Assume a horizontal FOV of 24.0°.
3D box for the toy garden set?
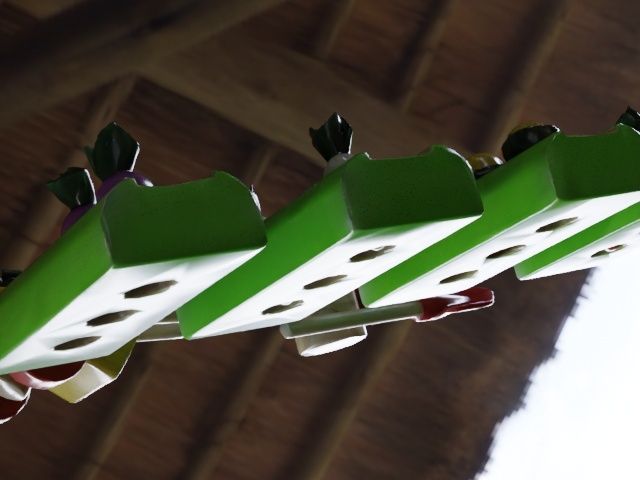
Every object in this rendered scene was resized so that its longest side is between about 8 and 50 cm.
[{"bbox_3d":[0.000,0.000,0.495,0.244,0.049,0.204,-8,-14,-33],"label":"toy garden set"}]
